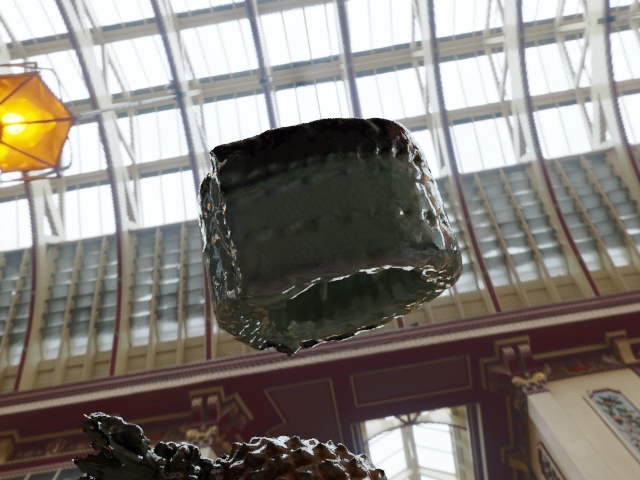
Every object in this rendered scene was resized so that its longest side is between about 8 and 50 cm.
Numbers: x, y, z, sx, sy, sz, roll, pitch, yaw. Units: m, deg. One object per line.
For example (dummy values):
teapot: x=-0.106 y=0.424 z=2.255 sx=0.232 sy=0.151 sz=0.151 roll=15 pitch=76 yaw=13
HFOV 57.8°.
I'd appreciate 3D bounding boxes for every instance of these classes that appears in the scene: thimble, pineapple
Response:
thimble: x=0.000 y=0.000 z=0.518 sx=0.238 sy=0.237 sz=0.150 roll=-19 pitch=-113 yaw=5
pineapple: x=-0.101 y=0.277 z=0.644 sx=0.361 sy=0.175 sz=0.174 roll=19 pitch=-74 yaw=4
